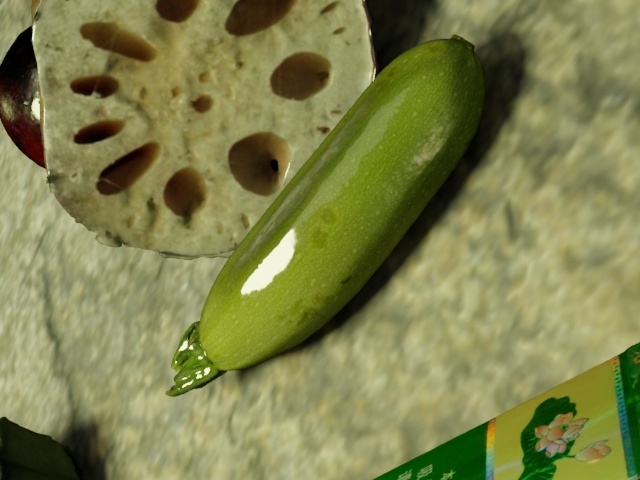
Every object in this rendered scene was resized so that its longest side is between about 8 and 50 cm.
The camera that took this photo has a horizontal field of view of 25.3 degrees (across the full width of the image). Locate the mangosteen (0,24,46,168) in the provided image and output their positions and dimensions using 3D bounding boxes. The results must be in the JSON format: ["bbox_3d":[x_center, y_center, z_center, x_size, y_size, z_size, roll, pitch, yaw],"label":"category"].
[{"bbox_3d":[-0.202,-0.121,1.222,0.152,0.152,0.152,-20,60,39],"label":"mangosteen"}]

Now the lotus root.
[{"bbox_3d":[-0.104,-0.139,1.057,0.272,0.272,0.192,-56,33,13],"label":"lotus root"}]

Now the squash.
[{"bbox_3d":[0.000,0.000,0.992,0.341,0.094,0.094,-49,45,16],"label":"squash"}]

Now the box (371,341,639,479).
[{"bbox_3d":[0.125,0.124,0.763,0.235,0.034,0.132,-30,16,18],"label":"box"}]

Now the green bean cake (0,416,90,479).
[{"bbox_3d":[-0.278,0.277,1.135,0.227,0.125,0.222,-35,49,29],"label":"green bean cake"}]
